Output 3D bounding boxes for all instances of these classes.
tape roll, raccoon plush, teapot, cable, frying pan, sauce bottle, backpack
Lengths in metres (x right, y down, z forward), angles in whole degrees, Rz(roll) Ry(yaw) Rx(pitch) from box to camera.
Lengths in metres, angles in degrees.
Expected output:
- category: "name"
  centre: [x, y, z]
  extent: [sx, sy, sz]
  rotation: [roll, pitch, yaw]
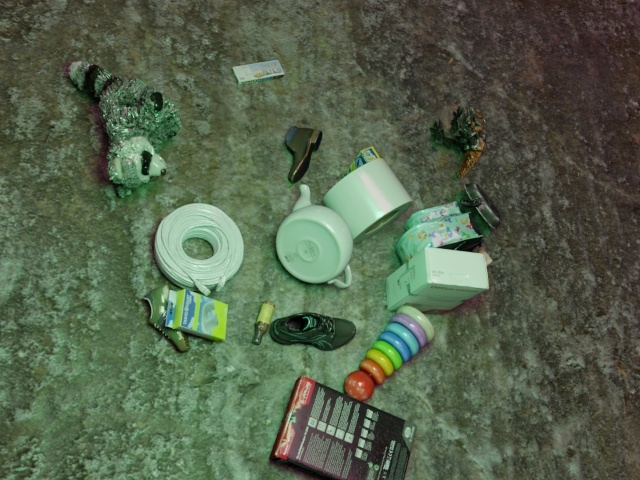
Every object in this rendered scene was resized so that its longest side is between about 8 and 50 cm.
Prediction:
- category: "tape roll"
  centre: [0.150, -0.123, 1.951]
  extent: [0.246, 0.246, 0.169]
  rotation: [-28, 80, -29]
- category: "raccoon plush"
  centre: [-0.627, -0.320, 1.830]
  extent: [0.446, 0.216, 0.299]
  rotation: [23, 72, 24]
- category: "teapot"
  centre: [0.000, 0.000, 1.870]
  extent: [0.252, 0.256, 0.187]
  rotation: [23, 28, 13]
- category: "cable"
  centre: [-0.351, 0.021, 1.783]
  extent: [0.257, 0.089, 0.257]
  rotation: [35, 57, -1]
- category: "frying pan"
  centre: [0.539, -0.149, 2.126]
  extent: [0.326, 0.053, 0.197]
  rotation: [30, 32, -47]
- category: "sauce bottle"
  centre: [-0.168, 0.239, 1.783]
  extent: [0.042, 0.042, 0.128]
  rotation: [24, 59, -9]
- category: "backpack"
  centre: [0.369, -0.002, 1.994]
  extent: [0.253, 0.225, 0.191]
  rotation: [-22, 72, -17]

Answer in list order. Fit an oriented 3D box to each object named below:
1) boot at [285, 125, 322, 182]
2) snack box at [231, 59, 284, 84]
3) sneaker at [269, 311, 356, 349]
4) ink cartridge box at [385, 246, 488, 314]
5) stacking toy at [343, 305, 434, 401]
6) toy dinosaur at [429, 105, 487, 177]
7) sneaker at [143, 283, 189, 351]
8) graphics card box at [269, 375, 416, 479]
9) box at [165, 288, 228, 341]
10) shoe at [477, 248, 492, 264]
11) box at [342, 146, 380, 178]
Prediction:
- category: "boot"
  centre: [-0.083, -0.291, 2.053]
  extent: [0.106, 0.082, 0.219]
  rotation: [20, 63, 14]
- category: "snack box"
  centre: [-0.218, -0.591, 2.152]
  extent: [0.178, 0.022, 0.064]
  rotation: [-17, 73, -26]
- category: "sneaker"
  centre: [-0.010, 0.263, 1.797]
  extent: [0.267, 0.106, 0.101]
  rotation: [2, 65, -21]
- category: "ink cartridge box"
  centre: [0.353, 0.131, 1.889]
  extent: [0.207, 0.283, 0.117]
  rotation: [7, 65, -18]
- category: "stacking toy"
  centre: [0.191, 0.348, 1.833]
  extent: [0.330, 0.141, 0.141]
  rotation: [-41, 85, -24]
- category: "toy dinosaur"
  centre: [0.547, -0.381, 2.283]
  extent: [0.218, 0.164, 0.322]
  rotation: [29, 37, -24]
- category: "sneaker"
  centre: [-0.428, 0.222, 1.688]
  extent: [0.086, 0.064, 0.192]
  rotation: [-18, 86, -1]
- category: "graphics card box"
  centre: [0.067, 0.556, 1.699]
  extent: [0.370, 0.094, 0.233]
  rotation: [24, 60, -8]
- category: "box"
  centre: [-0.337, 0.205, 1.688]
  extent: [0.178, 0.042, 0.109]
  rotation: [27, 53, -43]
- category: "shoe"
  centre: [0.513, 0.108, 2.081]
  extent: [0.058, 0.077, 0.219]
  rotation: [44, 57, 9]
- category: "box"
  centre: [0.136, -0.240, 2.041]
  extent: [0.054, 0.169, 0.059]
  rotation: [-25, 77, -28]
